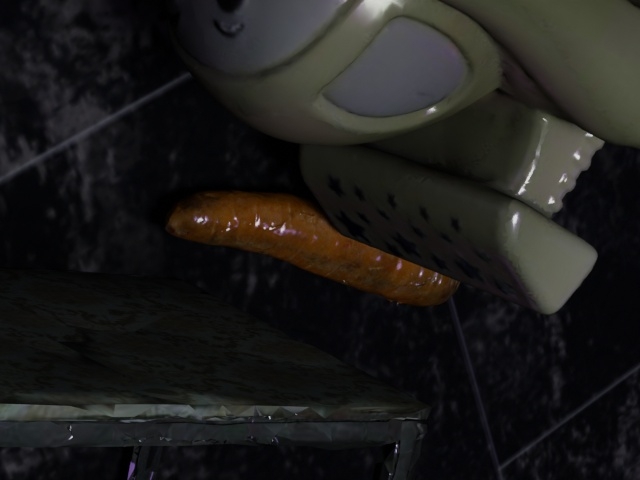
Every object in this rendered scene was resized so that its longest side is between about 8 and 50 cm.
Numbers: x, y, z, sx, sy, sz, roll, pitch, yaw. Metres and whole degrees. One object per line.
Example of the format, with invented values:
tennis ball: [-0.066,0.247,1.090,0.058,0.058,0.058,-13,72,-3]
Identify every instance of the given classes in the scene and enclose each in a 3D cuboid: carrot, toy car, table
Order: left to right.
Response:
table: [-0.169,0.164,0.802,0.335,0.222,0.272,5,101,-37]
carrot: [0.000,0.000,0.985,0.191,0.047,0.047,15,96,-38]
toy car: [0.002,-0.134,0.818,0.336,0.242,0.226,25,89,-43]
